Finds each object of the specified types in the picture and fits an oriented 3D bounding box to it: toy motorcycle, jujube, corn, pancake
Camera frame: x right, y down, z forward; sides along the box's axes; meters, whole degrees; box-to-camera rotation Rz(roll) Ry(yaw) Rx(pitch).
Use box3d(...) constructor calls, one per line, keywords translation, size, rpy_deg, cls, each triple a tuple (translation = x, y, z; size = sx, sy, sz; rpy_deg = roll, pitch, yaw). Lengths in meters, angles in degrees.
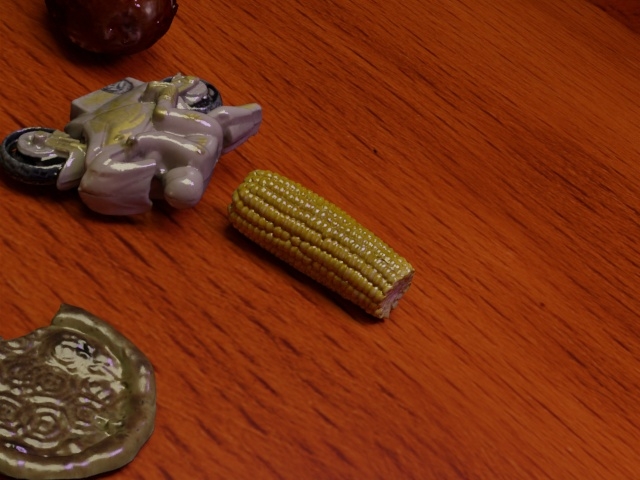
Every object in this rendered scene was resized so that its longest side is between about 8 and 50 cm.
box3d(translation=(-0.208, -0.117, 1.309), size=(0.223, 0.108, 0.340), rpy_deg=(31, 39, 23), cls="toy motorcycle")
box3d(translation=(-0.305, -0.383, 1.544), size=(0.197, 0.197, 0.290), rpy_deg=(7, 37, -26), cls="jujube")
box3d(translation=(0.000, 0.000, 1.302), size=(0.244, 0.093, 0.093), rpy_deg=(32, 34, 8), cls="corn")
box3d(translation=(-0.261, 0.139, 0.995), size=(0.235, 0.029, 0.212), rpy_deg=(-10, 48, -40), cls="pancake")
